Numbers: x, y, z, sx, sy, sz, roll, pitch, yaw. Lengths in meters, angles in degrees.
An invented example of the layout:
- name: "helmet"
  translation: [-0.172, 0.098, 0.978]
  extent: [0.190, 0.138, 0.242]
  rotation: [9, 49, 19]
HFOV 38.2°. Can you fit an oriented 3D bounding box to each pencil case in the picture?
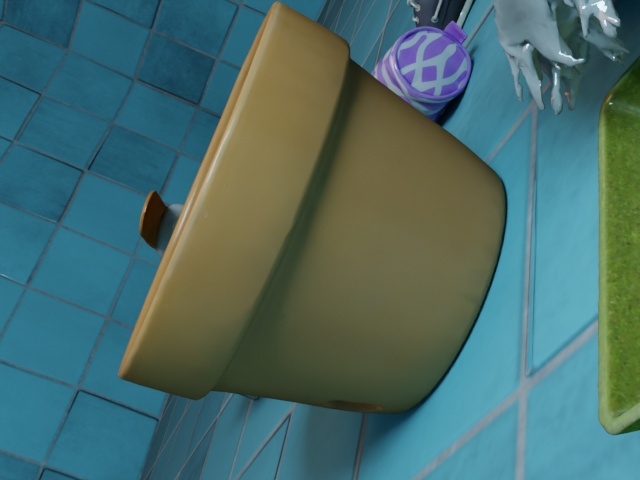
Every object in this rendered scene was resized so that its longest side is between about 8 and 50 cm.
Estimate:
- name: "pencil case"
  translation: [0.080, -0.140, 0.951]
  extent: [0.088, 0.086, 0.206]
  rotation: [-41, 0, -23]

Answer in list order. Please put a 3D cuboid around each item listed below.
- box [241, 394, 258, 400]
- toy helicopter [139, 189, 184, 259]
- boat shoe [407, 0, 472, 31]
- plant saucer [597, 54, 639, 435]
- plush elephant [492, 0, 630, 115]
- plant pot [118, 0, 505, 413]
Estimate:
- name: "box"
  translation: [-0.103, 0.144, 1.284]
  extent: [0.028, 0.081, 0.136]
  rotation: [139, 152, -70]
- name: "toy helicopter"
  translation: [-0.109, 0.048, 1.001]
  extent: [0.355, 0.235, 0.140]
  rotation: [-46, 22, 50]
- name: "boat shoe"
  translation: [0.126, -0.256, 0.999]
  extent: [0.075, 0.065, 0.206]
  rotation: [-91, 26, -67]
- name: "plant saucer"
  translation: [0.170, -0.042, 0.319]
  extent: [0.188, 0.045, 0.188]
  rotation: [124, 166, -48]
- name: "plush elephant"
  translation: [0.123, -0.250, 0.481]
  extent: [0.255, 0.330, 0.272]
  rotation: [-27, -4, -35]
- name: "plant pot"
  translation: [0.000, 0.000, 0.682]
  extent: [0.291, 0.203, 0.291]
  rotation: [-157, 90, -81]
